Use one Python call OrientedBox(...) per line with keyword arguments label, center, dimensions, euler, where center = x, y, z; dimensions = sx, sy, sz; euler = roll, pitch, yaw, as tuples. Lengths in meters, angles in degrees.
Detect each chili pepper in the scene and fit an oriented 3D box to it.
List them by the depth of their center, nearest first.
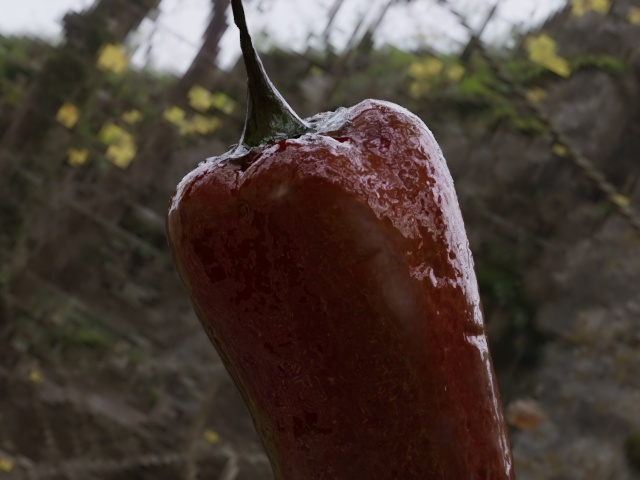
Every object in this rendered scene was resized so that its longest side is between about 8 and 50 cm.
OrientedBox(label="chili pepper", center=(0.000, 0.000, 0.563), dimensions=(0.086, 0.084, 0.192), euler=(-12, -81, 20))
